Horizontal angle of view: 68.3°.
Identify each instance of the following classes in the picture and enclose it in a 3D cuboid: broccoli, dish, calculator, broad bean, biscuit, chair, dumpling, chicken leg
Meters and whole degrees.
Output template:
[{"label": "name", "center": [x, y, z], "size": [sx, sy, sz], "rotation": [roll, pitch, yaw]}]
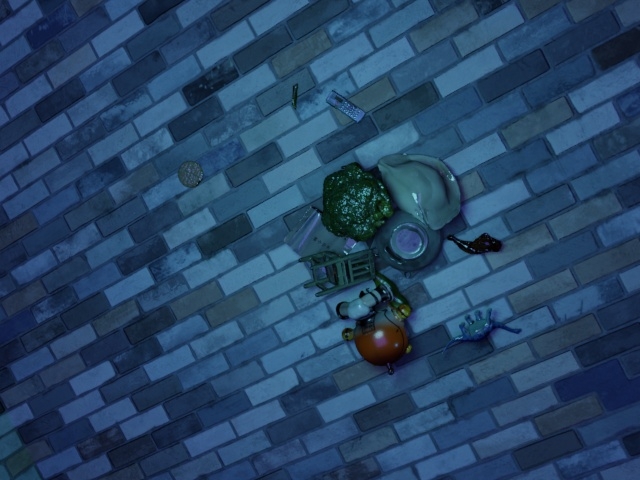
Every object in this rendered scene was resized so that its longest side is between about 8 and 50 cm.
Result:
[{"label": "broccoli", "center": [0.147, -0.135, 1.814], "size": [0.321, 0.284, 0.303], "rotation": [46, 122, 36]}, {"label": "dish", "center": [0.348, 0.001, 1.874], "size": [0.304, 0.120, 0.302], "rotation": [1, 95, 10]}, {"label": "calculator", "center": [0.101, -0.541, 1.915], "size": [0.172, 0.018, 0.057], "rotation": [37, 99, 6]}, {"label": "broad bean", "center": [0.247, 0.188, 1.947], "size": [0.318, 0.056, 0.098], "rotation": [34, 111, 11]}, {"label": "biscuit", "center": [-0.569, -0.290, 2.064], "size": [0.120, 0.015, 0.120], "rotation": [1, 96, 11]}, {"label": "chair", "center": [0.066, 0.114, 1.910], "size": [0.271, 0.147, 0.136], "rotation": [-17, 107, -21]}, {"label": "dumpling", "center": [0.392, -0.217, 1.824], "size": [0.260, 0.341, 0.181], "rotation": [-26, 134, -18]}, {"label": "chicken leg", "center": [0.608, 0.015, 1.864], "size": [0.205, 0.053, 0.092], "rotation": [-1, 72, 4]}]

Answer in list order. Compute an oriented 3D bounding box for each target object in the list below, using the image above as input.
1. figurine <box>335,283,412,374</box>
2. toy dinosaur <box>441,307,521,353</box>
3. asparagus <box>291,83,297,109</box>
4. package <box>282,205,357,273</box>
[{"label": "figurine", "center": [0.223, 0.362, 1.887], "size": [0.320, 0.196, 0.322], "rotation": [-29, 94, 26]}, {"label": "toy dinosaur", "center": [0.626, 0.345, 1.882], "size": [0.330, 0.076, 0.144], "rotation": [-17, 100, 1]}, {"label": "asparagus", "center": [-0.106, -0.592, 1.943], "size": [0.021, 0.025, 0.108], "rotation": [5, 97, 0]}, {"label": "package", "center": [0.000, 0.000, 1.974], "size": [0.251, 0.062, 0.203], "rotation": [38, 101, -9]}]
